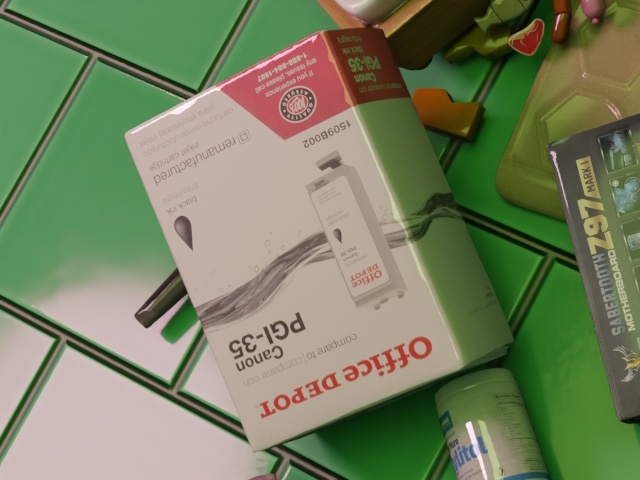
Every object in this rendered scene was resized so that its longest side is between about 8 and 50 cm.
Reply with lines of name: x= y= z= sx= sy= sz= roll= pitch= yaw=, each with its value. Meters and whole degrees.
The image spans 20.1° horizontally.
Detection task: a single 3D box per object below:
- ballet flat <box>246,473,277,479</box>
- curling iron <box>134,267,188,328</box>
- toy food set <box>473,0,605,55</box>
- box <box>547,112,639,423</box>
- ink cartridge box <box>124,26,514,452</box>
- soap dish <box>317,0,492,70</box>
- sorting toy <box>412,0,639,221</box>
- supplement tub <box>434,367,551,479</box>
ballet flat: x=0.005 y=0.265 z=1.413 sx=0.079 sy=0.077 sz=0.221 roll=-35 pitch=61 yaw=-17
curling iron: x=-0.069 y=-0.031 z=1.588 sx=0.068 sy=0.035 sz=0.274 roll=35 pitch=85 yaw=31
toy food set: x=0.195 y=-0.200 z=1.497 sx=0.078 sy=0.019 sz=0.122 roll=44 pitch=99 yaw=-3
box: x=0.293 y=0.008 z=1.395 sx=0.183 sy=0.059 sz=0.233 roll=-18 pitch=76 yaw=20
ink cartridge box: x=0.000 y=0.000 z=1.435 sx=0.207 sy=0.117 sz=0.283 roll=-25 pitch=85 yaw=25
soap dish: x=0.108 y=-0.298 z=1.550 sx=0.291 sy=0.118 sz=0.229 roll=-39 pitch=49 yaw=3
sorting toy: x=0.238 y=-0.124 z=1.508 sx=0.307 sy=0.041 sz=0.229 roll=19 pitch=83 yaw=26
supplement tub: x=0.136 y=0.163 z=1.421 sx=0.071 sy=0.071 sz=0.107 roll=-23 pitch=65 yaw=12
